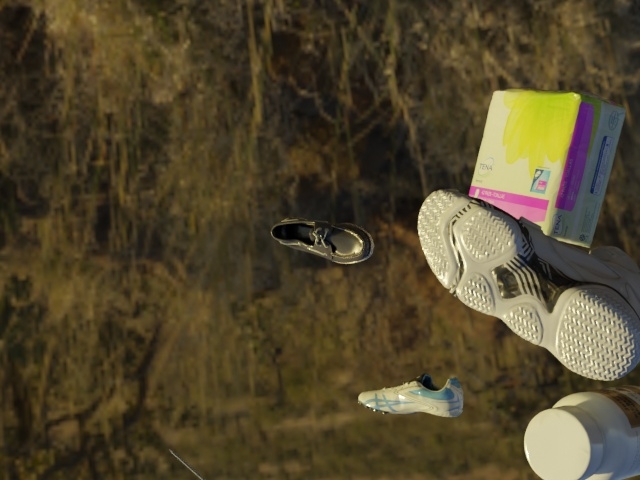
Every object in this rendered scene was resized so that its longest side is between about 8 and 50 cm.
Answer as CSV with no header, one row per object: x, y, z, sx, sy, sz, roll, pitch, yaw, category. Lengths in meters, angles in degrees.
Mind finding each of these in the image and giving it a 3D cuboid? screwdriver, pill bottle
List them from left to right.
-0.202,0.396,1.945,0.024,0.025,0.170,11,153,48,screwdriver
0.388,0.275,1.636,0.131,0.131,0.229,-22,165,39,pill bottle

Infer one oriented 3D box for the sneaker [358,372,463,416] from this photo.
0.183,0.311,2.362,0.237,0.086,0.085,-5,172,34,sneaker

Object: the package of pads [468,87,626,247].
0.342,-0.124,1.829,0.101,0.229,0.296,12,-177,-19,package of pads

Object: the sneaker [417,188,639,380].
0.313,0.049,1.644,0.210,0.366,0.137,-13,135,-58,sneaker

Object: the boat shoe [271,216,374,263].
0.000,0.000,2.102,0.206,0.075,0.065,13,-169,37,boat shoe
